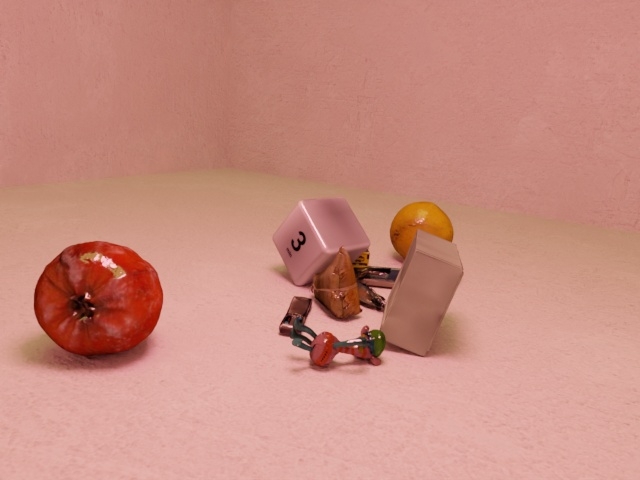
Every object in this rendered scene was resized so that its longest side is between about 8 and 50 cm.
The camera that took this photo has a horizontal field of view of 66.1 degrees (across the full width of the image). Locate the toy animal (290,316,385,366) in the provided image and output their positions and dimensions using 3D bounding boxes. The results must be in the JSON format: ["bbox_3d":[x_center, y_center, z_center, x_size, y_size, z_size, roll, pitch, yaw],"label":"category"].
[{"bbox_3d":[0.039,0.213,1.024,0.208,0.100,0.103,13,-27,-15],"label":"toy animal"}]

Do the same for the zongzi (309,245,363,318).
[{"bbox_3d":[0.035,0.090,1.305,0.099,0.198,0.194,-13,17,-22],"label":"zongzi"}]

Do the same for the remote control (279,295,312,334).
[{"bbox_3d":[-0.060,0.185,1.240,0.059,0.028,0.212,5,15,5],"label":"remote control"}]

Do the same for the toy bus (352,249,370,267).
[{"bbox_3d":[0.123,0.041,1.707,0.081,0.074,0.226,3,9,-5],"label":"toy bus"}]

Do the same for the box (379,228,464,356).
[{"bbox_3d":[0.242,0.115,1.174,0.117,0.225,0.225,22,17,6],"label":"box"}]

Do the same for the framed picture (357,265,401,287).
[{"bbox_3d":[0.201,0.118,1.598,0.259,0.023,0.189,5,12,5],"label":"framed picture"}]

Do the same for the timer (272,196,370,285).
[{"bbox_3d":[0.000,0.000,1.503,0.194,0.195,0.192,-8,61,-42],"label":"timer"}]

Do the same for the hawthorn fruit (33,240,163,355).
[{"bbox_3d":[-0.442,0.111,1.034,0.241,0.242,0.272,5,6,2],"label":"hawthorn fruit"}]

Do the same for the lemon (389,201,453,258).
[{"bbox_3d":[0.368,-0.030,1.797,0.228,0.229,0.253,7,18,8],"label":"lemon"}]

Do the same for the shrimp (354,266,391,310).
[{"bbox_3d":[0.160,0.126,1.435,0.198,0.051,0.262,-20,27,-30],"label":"shrimp"}]
